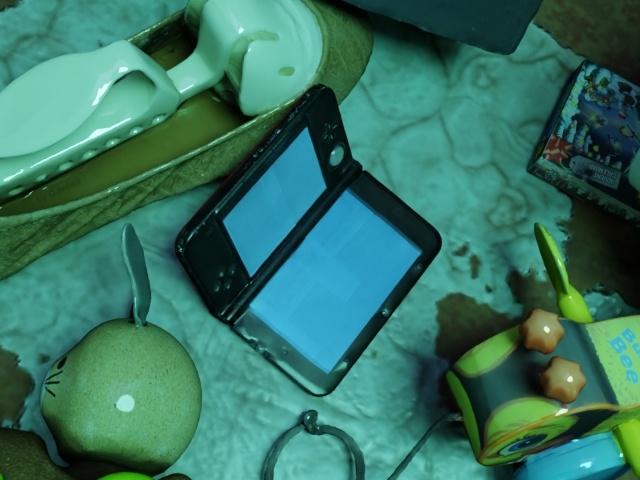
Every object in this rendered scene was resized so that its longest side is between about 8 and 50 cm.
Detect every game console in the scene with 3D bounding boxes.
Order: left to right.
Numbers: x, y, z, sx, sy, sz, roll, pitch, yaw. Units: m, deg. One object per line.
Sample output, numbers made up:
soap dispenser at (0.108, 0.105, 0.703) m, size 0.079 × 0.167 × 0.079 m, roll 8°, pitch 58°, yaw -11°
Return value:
game console at (0.000, 0.000, 0.537) m, size 0.085 × 0.124 × 0.144 m, roll 27°, pitch 66°, yaw 29°

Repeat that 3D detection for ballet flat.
ballet flat at (-0.098, -0.090, 0.526) m, size 0.342 × 0.124 × 0.116 m, roll -28°, pitch 78°, yaw -18°

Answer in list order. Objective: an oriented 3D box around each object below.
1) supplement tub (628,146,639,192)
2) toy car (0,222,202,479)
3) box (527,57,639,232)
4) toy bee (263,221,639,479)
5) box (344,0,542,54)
supplement tub at (0.352, 0.002, 0.446) m, size 0.235 × 0.235 × 0.325 m, roll -36°, pitch 68°, yaw -19°
toy car at (-0.123, 0.089, 0.454) m, size 0.148 × 0.155 × 0.189 m, roll 11°, pitch 60°, yaw -6°
box at (0.228, -0.059, 0.624) m, size 0.137 × 0.027 × 0.094 m, roll 28°, pitch 70°, yaw 0°
toy bee at (0.138, 0.092, 0.478) m, size 0.298 × 0.162 × 0.195 m, roll -31°, pitch 70°, yaw -24°
box at (0.095, -0.458, 0.466) m, size 0.297 × 0.472 × 0.480 m, roll 20°, pitch 60°, yaw -4°
